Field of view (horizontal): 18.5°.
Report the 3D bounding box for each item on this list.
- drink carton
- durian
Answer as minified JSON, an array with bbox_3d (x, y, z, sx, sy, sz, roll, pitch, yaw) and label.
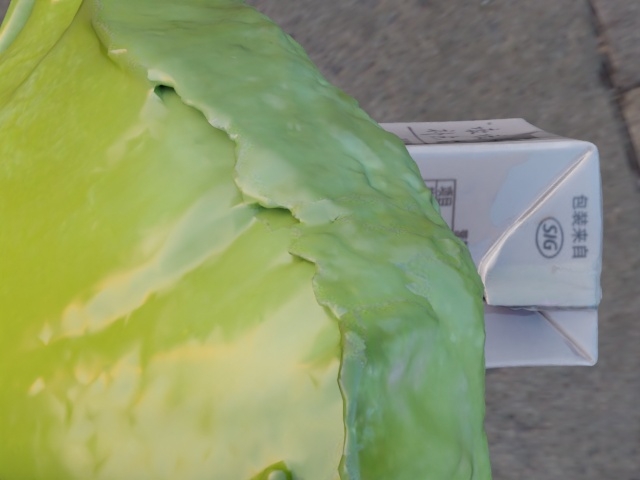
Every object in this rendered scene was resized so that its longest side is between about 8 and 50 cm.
[{"bbox_3d":[0.001,0.000,0.846,0.222,0.134,0.102,-3,96,-7],"label":"drink carton"},{"bbox_3d":[-0.040,0.011,0.457,0.101,0.250,0.139,34,96,-35],"label":"durian"}]
